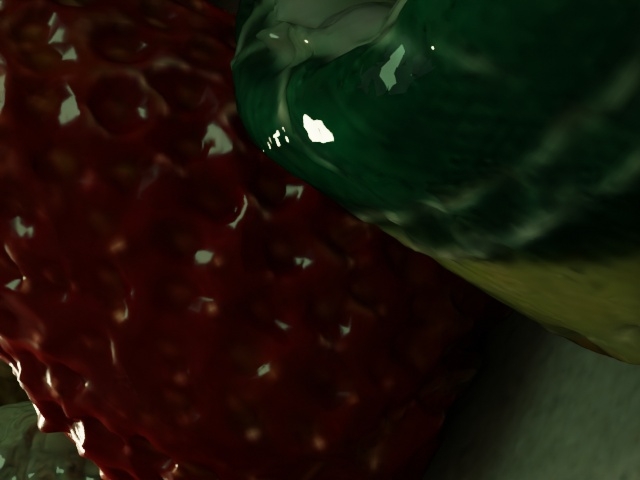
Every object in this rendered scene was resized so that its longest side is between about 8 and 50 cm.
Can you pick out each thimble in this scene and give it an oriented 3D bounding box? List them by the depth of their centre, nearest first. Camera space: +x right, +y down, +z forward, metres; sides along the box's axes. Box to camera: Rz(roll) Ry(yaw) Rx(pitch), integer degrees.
[{"bbox_3d":[0.099,-0.110,0.524,0.254,0.167,0.288,-48,26,32],"label":"thimble"}]

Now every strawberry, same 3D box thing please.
[{"bbox_3d":[-0.057,-0.008,0.654,0.205,0.244,0.205,-44,28,31],"label":"strawberry"}]

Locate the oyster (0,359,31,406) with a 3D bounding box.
[{"bbox_3d":[-0.183,0.029,1.030,0.111,0.204,0.396,-8,49,20],"label":"oyster"}]

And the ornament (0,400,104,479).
[{"bbox_3d":[-0.149,0.199,0.781,0.130,0.120,0.285,-47,21,62],"label":"ornament"}]
